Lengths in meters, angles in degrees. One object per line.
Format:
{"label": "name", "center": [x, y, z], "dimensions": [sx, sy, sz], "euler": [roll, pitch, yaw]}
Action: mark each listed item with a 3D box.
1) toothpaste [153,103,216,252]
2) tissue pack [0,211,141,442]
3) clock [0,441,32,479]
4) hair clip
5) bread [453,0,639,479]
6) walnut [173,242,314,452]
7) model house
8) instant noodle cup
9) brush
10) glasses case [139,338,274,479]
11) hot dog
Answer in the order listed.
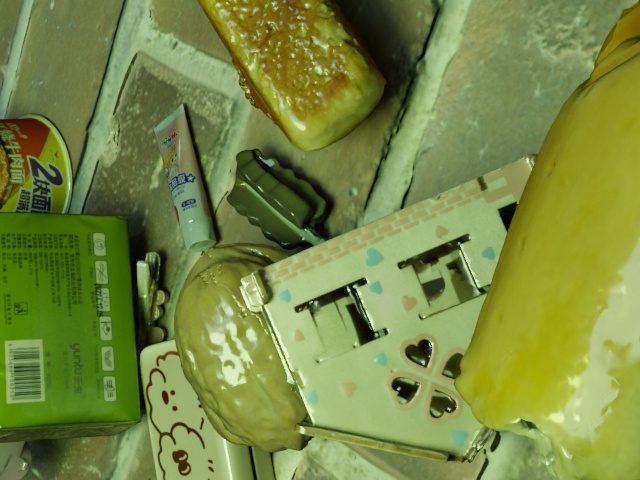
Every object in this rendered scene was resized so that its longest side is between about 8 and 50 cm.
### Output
{"label": "toothpaste", "center": [-0.178, -0.080, 1.289], "dimensions": [0.067, 0.043, 0.194], "euler": [-34, 64, 37]}
{"label": "tissue pack", "center": [-0.355, 0.116, 1.283], "dimensions": [0.167, 0.200, 0.275], "euler": [-35, 58, 56]}
{"label": "clock", "center": [-0.538, 0.188, 1.435], "dimensions": [0.322, 0.113, 0.296], "euler": [7, 72, 24]}
{"label": "hair clip", "center": [-0.237, 0.121, 1.330], "dimensions": [0.062, 0.056, 0.214], "euler": [9, 103, 17]}
{"label": "bread", "center": [0.309, 0.011, 0.748], "dimensions": [0.250, 0.361, 0.394], "euler": [25, 97, 68]}
{"label": "walnut", "center": [-0.068, 0.116, 1.101], "dimensions": [0.198, 0.198, 0.245], "euler": [-24, 95, 36]}
{"label": "model house", "center": [0.109, 0.088, 0.949], "dimensions": [0.326, 0.169, 0.244], "euler": [-23, 82, 3]}
{"label": "instant noodle cup", "center": [-0.503, -0.090, 1.459], "dimensions": [0.213, 0.174, 0.213], "euler": [1, 91, 38]}
{"label": "brush", "center": [0.000, 0.000, 1.131], "dimensions": [0.301, 0.071, 0.084], "euler": [40, 125, 31]}
{"label": "glasses case", "center": [-0.134, 0.285, 1.228], "dimensions": [0.144, 0.076, 0.336], "euler": [-18, 79, 37]}
{"label": "hot dog", "center": [-0.031, -0.213, 1.095], "dimensions": [0.150, 0.153, 0.257], "euler": [-34, 79, 3]}
